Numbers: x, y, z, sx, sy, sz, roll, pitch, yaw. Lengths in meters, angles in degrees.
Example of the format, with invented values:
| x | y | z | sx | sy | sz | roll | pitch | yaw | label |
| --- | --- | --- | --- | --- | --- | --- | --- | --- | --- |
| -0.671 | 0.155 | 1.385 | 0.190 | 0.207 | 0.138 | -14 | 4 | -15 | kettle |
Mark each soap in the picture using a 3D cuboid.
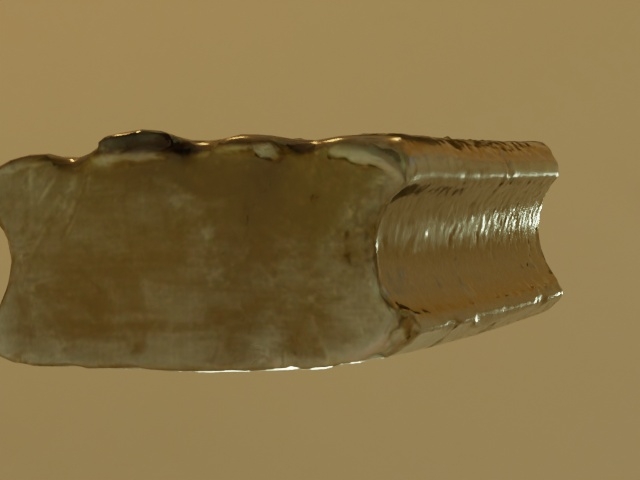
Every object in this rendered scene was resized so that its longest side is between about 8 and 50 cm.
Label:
| x | y | z | sx | sy | sz | roll | pitch | yaw | label |
| --- | --- | --- | --- | --- | --- | --- | --- | --- | --- |
| 0.000 | 0.000 | 0.644 | 0.140 | 0.073 | 0.232 | 0 | -178 | 21 | soap |
